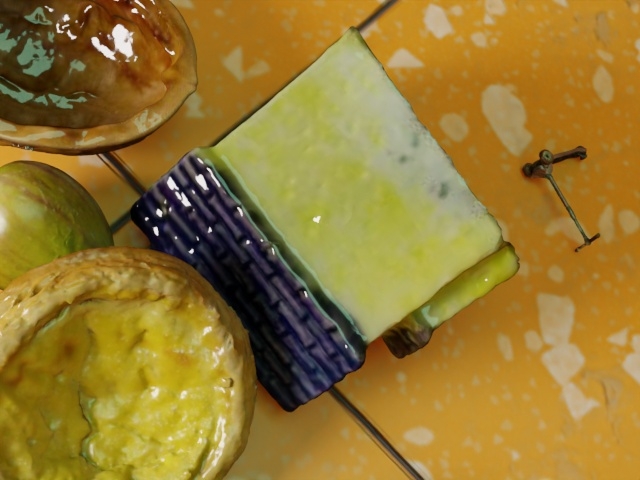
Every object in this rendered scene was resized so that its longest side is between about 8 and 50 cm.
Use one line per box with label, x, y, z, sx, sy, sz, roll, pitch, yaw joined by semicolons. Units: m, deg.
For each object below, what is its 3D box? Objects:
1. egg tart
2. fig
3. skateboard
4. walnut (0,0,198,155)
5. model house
egg tart;-0.130;0.090;0.614;0.191;0.074;0.191;-7;105;-27
fig;-0.164;0.014;0.669;0.166;0.093;0.093;41;60;-34
skateboard;0.209;-0.036;0.815;0.064;0.032;0.083;-15;73;-32
walnut;-0.194;-0.121;0.688;0.211;0.087;0.167;21;59;-11
model house;0.000;0.000;0.698;0.211;0.170;0.194;-37;92;3
